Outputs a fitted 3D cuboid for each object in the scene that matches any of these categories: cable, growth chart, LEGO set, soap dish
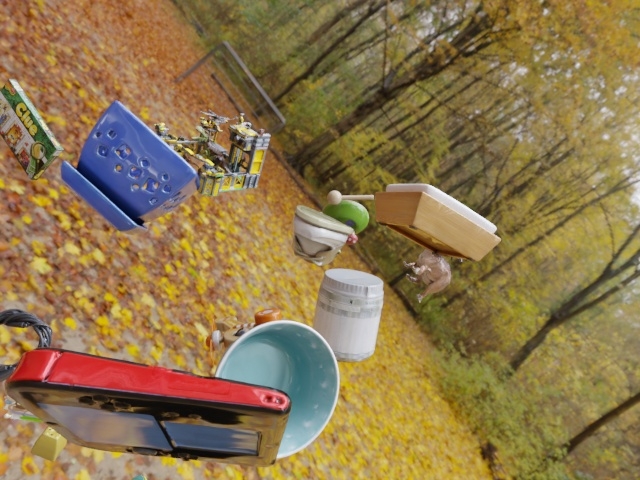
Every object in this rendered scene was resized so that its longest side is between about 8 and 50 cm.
[{"bbox_3d":[-0.706,0.232,1.193,0.151,0.184,0.047,62,-7,9],"label":"cable"},{"bbox_3d":[-0.885,0.508,1.610,0.171,0.237,0.021,19,43,-31],"label":"growth chart"},{"bbox_3d":[-0.302,-0.277,1.452,0.254,0.192,0.331,-6,35,-43],"label":"LEGO set"},{"bbox_3d":[0.308,-0.046,1.431,0.290,0.118,0.229,26,-6,-25],"label":"soap dish"}]

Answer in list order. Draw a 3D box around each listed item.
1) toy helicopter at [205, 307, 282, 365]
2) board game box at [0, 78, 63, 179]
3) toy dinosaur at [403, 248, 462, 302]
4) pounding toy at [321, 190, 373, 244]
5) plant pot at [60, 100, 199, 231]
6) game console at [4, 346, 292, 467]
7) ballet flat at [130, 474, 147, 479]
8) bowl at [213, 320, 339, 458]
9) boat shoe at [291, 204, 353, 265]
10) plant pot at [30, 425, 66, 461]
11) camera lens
[{"bbox_3d":[-0.272,0.296,1.652,0.355,0.234,0.140,4,-74,61],"label":"toy helicopter"},{"bbox_3d":[-0.844,-0.314,1.483,0.260,0.136,0.030,53,16,8],"label":"board game box"},{"bbox_3d":[0.409,0.099,1.832,0.127,0.200,0.296,-114,-174,-53],"label":"toy dinosaur"},{"bbox_3d":[0.092,-0.067,1.932,0.237,0.182,0.110,102,-4,-53],"label":"pounding toy"},{"bbox_3d":[-0.435,-0.144,1.204,0.236,0.212,0.236,43,-10,-7],"label":"plant pot"},{"bbox_3d":[-0.224,0.264,0.751,0.387,0.341,0.060,104,-3,-58],"label":"game console"},{"bbox_3d":[-0.505,0.739,1.439,0.077,0.077,0.231,62,-12,-11],"label":"ballet flat"},{"bbox_3d":[-0.129,0.336,1.243,0.312,0.311,0.163,52,-22,-18],"label":"bowl"},{"bbox_3d":[0.000,0.000,1.052,0.113,0.103,0.302,27,3,12],"label":"boat shoe"},{"bbox_3d":[-0.871,0.645,1.689,0.081,0.083,0.081,25,24,-6],"label":"plant pot"},{"bbox_3d":[0.089,0.252,1.747,0.219,0.275,0.219,8,10,-2],"label":"camera lens"}]
